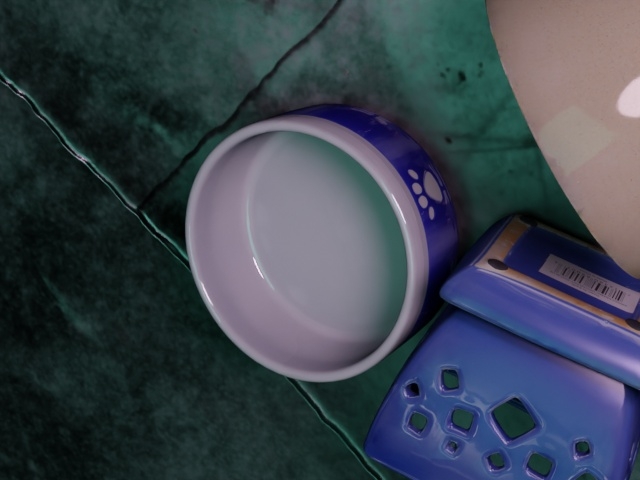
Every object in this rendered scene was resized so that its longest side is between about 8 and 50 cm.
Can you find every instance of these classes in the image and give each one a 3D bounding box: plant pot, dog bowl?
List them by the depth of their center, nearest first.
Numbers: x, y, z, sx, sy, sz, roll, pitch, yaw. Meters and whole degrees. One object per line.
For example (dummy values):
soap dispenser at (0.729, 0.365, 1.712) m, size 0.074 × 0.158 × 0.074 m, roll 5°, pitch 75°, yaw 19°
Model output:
plant pot at (0.284, -0.135, 1.037) m, size 0.191 × 0.284 × 0.284 m, roll -27°, pitch 100°, yaw 25°
plant pot at (0.204, 0.118, 1.210) m, size 0.236 × 0.236 × 0.212 m, roll 25°, pitch 114°, yaw 13°
dog bowl at (0.000, 0.000, 1.291) m, size 0.264 × 0.104 × 0.265 m, roll 11°, pitch 111°, yaw 29°
